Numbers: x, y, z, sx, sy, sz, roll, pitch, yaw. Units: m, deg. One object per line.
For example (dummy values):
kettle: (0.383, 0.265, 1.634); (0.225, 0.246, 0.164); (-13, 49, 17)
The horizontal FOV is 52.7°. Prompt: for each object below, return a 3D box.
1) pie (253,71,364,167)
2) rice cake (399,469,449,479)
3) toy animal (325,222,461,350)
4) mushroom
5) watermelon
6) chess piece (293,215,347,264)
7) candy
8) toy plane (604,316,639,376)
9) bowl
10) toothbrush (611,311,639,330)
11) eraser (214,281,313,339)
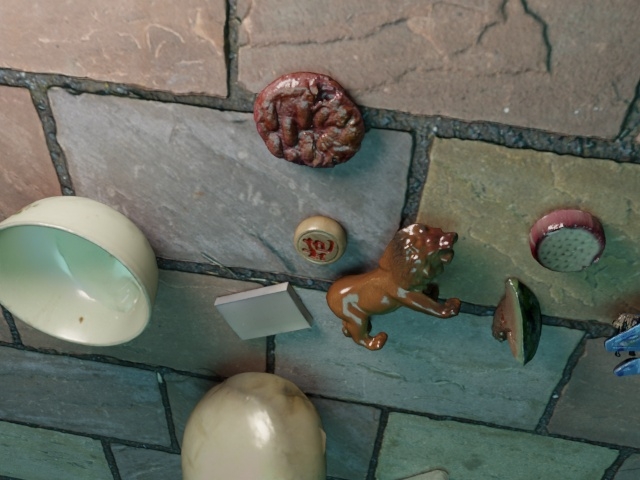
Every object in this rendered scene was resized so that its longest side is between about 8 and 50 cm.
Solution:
pie: (-0.015, -0.158, 0.866); (0.155, 0.036, 0.154); (6, 133, 6)
rice cake: (0.188, 0.574, 1.476); (0.245, 0.045, 0.042); (-30, 117, 33)
toy animal: (0.103, 0.075, 1.026); (0.313, 0.097, 0.157); (-29, 108, 35)
mushroom: (-0.134, 0.436, 1.261); (0.316, 0.315, 0.355); (13, 133, 1)
watermelon: (0.317, 0.136, 1.036); (0.080, 0.101, 0.155); (13, 124, 16)
chess piece: (0.000, 0.000, 1.004); (0.084, 0.038, 0.083); (7, 134, 8)
candy: (0.352, 0.001, 0.923); (0.103, 0.043, 0.103); (6, 132, 7)
toy plane: (0.518, 0.110, 0.954); (0.170, 0.078, 0.246); (3, 113, 7)
bowl: (-0.384, 0.033, 1.046); (0.277, 0.145, 0.276); (7, 132, 8)
toothbrush: (0.610, 0.149, 1.013); (0.295, 0.026, 0.028); (10, 118, 4)
eraser: (-0.100, 0.129, 1.152); (0.151, 0.023, 0.103); (-13, 127, 24)
